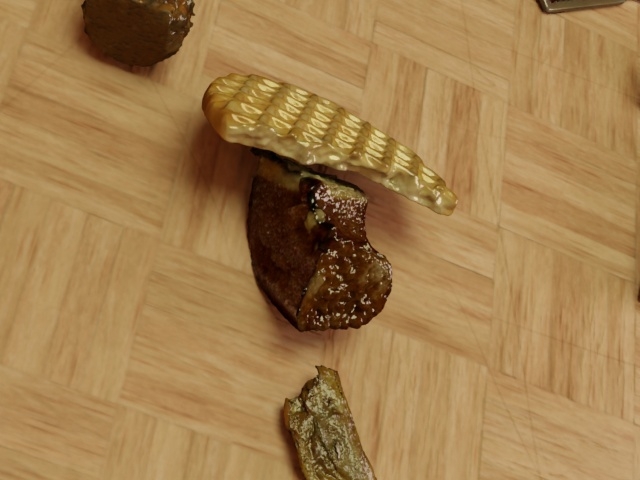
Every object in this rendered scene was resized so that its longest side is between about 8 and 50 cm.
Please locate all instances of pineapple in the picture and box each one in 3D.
[{"bbox_3d":[-0.189,-0.314,1.626,0.128,0.128,0.248,23,48,-16],"label":"pineapple"}]

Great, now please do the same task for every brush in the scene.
[{"bbox_3d":[0.432,-0.373,2.065,0.321,0.050,0.060,-12,64,-36],"label":"brush"}]

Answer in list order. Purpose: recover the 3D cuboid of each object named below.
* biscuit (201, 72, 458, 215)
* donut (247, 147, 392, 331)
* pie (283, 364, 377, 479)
[{"bbox_3d":[-0.001,-0.121,1.591,0.309,0.040,0.204,17,21,-31],"label":"biscuit"},{"bbox_3d":[-0.006,-0.001,1.541,0.126,0.144,0.186,9,21,-32],"label":"donut"},{"bbox_3d":[0.011,0.209,1.462,0.092,0.034,0.169,-9,72,-36],"label":"pie"}]
